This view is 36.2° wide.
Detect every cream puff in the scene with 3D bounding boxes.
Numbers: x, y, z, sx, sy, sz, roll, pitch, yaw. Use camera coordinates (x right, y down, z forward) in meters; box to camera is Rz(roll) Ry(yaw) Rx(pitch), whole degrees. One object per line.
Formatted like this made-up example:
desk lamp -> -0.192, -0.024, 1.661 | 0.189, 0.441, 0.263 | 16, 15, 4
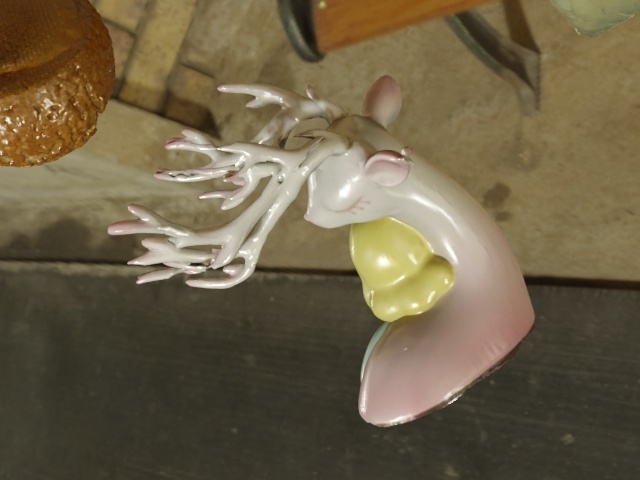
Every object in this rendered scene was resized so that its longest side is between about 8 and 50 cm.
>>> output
cream puff -> -0.455, -0.243, 1.505 | 0.303, 0.212, 0.303 | 0, 55, 0

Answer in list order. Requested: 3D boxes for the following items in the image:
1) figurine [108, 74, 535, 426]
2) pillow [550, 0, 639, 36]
figurine -> 0.002, 0.002, 0.850 | 0.284, 0.206, 0.315 | -23, 103, 14
pillow -> 0.276, -0.282, 0.770 | 0.302, 0.185, 0.075 | -23, 33, 47
